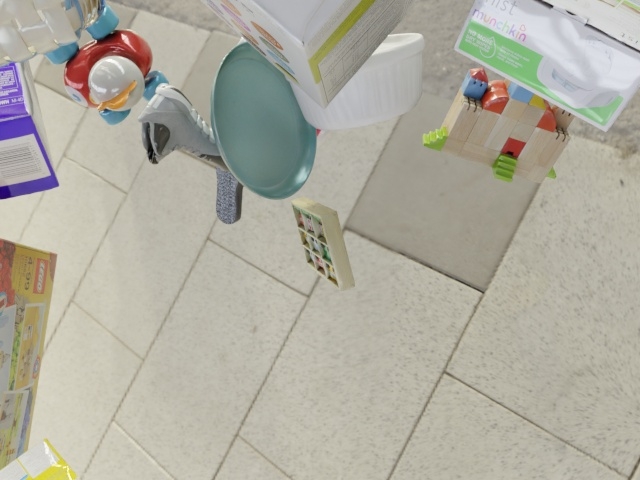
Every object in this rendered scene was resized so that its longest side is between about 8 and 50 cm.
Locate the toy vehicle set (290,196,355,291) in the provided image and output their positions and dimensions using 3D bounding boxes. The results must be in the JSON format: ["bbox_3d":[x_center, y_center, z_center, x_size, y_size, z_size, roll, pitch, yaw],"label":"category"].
[{"bbox_3d":[0.000,0.000,1.344,0.035,0.267,0.166,-18,104,-13],"label":"toy vehicle set"}]

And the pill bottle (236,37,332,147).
[{"bbox_3d":[-0.086,-0.399,1.594,0.318,0.176,0.176,33,93,-7],"label":"pill bottle"}]

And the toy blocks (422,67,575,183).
[{"bbox_3d":[0.483,-0.312,1.527,0.191,0.381,0.261,-81,10,-50],"label":"toy blocks"}]

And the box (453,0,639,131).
[{"bbox_3d":[0.381,-0.317,0.934,0.261,0.231,0.127,34,135,14],"label":"box"}]

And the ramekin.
[{"bbox_3d":[0.074,-0.307,1.178,0.272,0.273,0.127,-1,116,29],"label":"ramekin"}]

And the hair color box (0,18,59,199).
[{"bbox_3d":[-0.535,-0.260,1.005,0.110,0.185,0.339,-15,63,-17],"label":"hair color box"}]

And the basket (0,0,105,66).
[{"bbox_3d":[-0.395,-0.363,0.758,0.200,0.255,0.289,-17,37,-1],"label":"basket"}]

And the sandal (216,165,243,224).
[{"bbox_3d":[-0.231,-0.167,1.616,0.097,0.054,0.255,28,122,22],"label":"sandal"}]

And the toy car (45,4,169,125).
[{"bbox_3d":[-0.456,-0.337,1.303,0.210,0.219,0.238,-30,41,7],"label":"toy car"}]

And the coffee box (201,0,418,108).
[{"bbox_3d":[-0.019,-0.431,0.783,0.337,0.334,0.338,42,94,2],"label":"coffee box"}]

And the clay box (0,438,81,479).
[{"bbox_3d":[-0.329,0.348,0.725,0.222,0.053,0.127,25,48,38],"label":"clay box"}]

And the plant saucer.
[{"bbox_3d":[-0.116,-0.239,1.234,0.043,0.317,0.318,-5,72,36],"label":"plant saucer"}]

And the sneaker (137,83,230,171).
[{"bbox_3d":[-0.270,-0.182,1.184,0.086,0.229,0.132,22,70,48],"label":"sneaker"}]

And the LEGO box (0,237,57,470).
[{"bbox_3d":[-0.631,0.244,1.028,0.193,0.372,0.501,7,84,-6],"label":"LEGO box"}]

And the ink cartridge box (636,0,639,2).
[{"bbox_3d":[0.741,-0.498,1.504,0.086,0.153,0.209,16,57,-5],"label":"ink cartridge box"}]
